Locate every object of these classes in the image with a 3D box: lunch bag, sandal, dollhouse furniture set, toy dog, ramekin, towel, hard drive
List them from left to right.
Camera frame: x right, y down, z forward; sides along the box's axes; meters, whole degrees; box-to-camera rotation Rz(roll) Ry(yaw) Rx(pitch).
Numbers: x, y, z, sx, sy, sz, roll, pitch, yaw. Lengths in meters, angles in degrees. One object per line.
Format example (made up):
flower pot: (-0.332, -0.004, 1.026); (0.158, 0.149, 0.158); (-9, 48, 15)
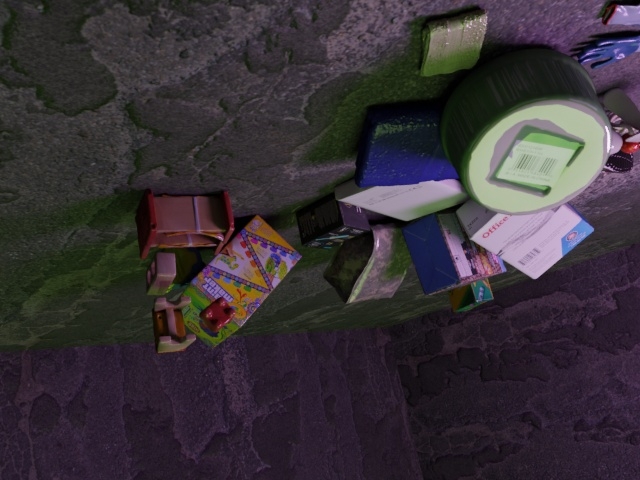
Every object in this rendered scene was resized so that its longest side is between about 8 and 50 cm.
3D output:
sandal: (-0.409, 0.080, 1.686); (0.138, 0.126, 0.317); (-6, 170, -29)
dollhouse furniture set: (-0.304, 0.072, 1.292); (0.201, 0.374, 0.152); (0, 155, -28)
lunch bag: (0.178, 0.050, 1.841); (0.235, 0.169, 0.287); (-2, 130, -41)
hard drive: (0.235, -0.129, 1.518); (0.233, 0.047, 0.353); (-19, 161, 35)
towel: (0.231, -0.215, 1.218); (0.308, 0.076, 0.227); (-7, 147, -12)
towel: (0.224, -0.328, 0.943); (0.110, 0.027, 0.148); (-13, 163, 3)
ramekin: (0.391, -0.191, 1.063); (0.303, 0.148, 0.303); (-1, 134, -1)
toy dog: (0.612, -0.255, 1.212); (0.333, 0.220, 0.161); (-19, 131, -1)

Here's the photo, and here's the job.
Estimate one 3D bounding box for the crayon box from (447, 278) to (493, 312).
crayon box: (0.539, 0.116, 2.111); (0.081, 0.278, 0.165); (-6, 162, -20)

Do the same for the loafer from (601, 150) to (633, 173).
loafer: (0.766, -0.228, 1.545); (0.220, 0.080, 0.078); (4, 180, -17)

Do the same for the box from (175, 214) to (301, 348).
box: (-0.247, 0.123, 1.583); (0.279, 0.177, 0.290); (-49, -175, -32)

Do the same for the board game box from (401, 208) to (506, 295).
board game box: (0.429, 0.030, 1.783); (0.291, 0.232, 0.141); (-6, 164, -46)

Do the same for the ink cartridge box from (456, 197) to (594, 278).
ink cartridge box: (0.576, -0.054, 1.580); (0.307, 0.129, 0.223); (28, 119, -30)

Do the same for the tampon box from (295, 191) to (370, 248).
tampon box: (0.033, -0.053, 1.555); (0.161, 0.101, 0.120); (-25, 158, 35)

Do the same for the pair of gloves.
pair of gloves: (0.562, -0.380, 1.007); (0.159, 0.023, 0.198); (-9, 162, -2)
